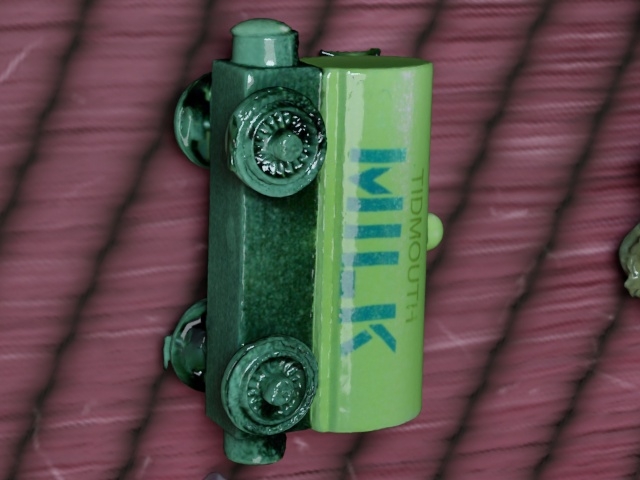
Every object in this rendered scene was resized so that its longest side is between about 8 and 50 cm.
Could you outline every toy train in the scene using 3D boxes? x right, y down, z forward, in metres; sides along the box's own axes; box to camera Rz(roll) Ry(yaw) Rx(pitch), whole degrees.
[{"bbox_3d":[0.000,0.000,0.967,0.157,0.105,0.253,-6,104,-27],"label":"toy train"}]

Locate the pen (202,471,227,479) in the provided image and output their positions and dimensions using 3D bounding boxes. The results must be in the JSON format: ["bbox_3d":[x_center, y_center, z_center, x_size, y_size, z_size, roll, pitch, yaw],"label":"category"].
[{"bbox_3d":[-0.013,0.223,1.036,0.053,0.032,0.197,-43,106,-4],"label":"pen"}]

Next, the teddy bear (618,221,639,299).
[{"bbox_3d":[0.303,-0.078,0.999,0.267,0.156,0.256,-16,103,-10],"label":"teddy bear"}]
